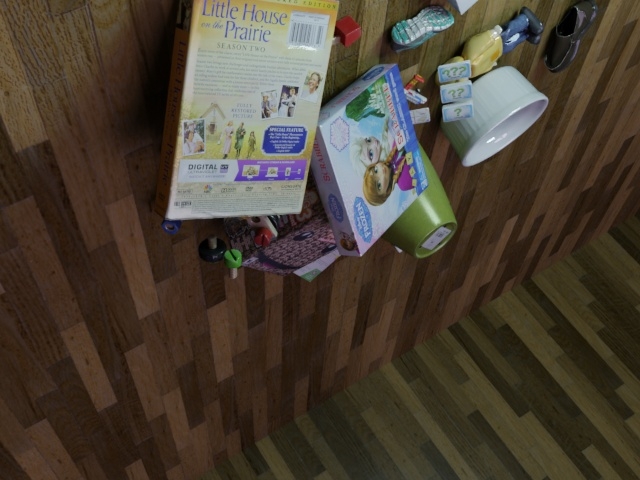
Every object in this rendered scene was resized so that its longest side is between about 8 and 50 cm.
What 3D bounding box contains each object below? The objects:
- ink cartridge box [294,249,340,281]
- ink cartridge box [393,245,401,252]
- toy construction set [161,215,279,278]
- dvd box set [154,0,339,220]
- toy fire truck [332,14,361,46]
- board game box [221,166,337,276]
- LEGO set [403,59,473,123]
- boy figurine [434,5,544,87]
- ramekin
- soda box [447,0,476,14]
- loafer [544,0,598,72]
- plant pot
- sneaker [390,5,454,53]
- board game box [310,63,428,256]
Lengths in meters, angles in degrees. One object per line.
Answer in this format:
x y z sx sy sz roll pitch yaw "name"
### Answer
0.000 0.000 2.260 0.212 0.093 0.154 -40 155 7 "ink cartridge box"
0.261 -0.087 2.516 0.181 0.056 0.225 -38 135 1 "ink cartridge box"
-0.184 -0.135 1.715 0.309 0.257 0.237 -43 149 -38 "toy construction set"
-0.135 -0.247 1.506 0.307 0.062 0.421 -6 115 -38 "dvd box set"
-0.013 -0.412 1.629 0.192 0.047 0.135 -33 153 -10 "toy fire truck"
-0.049 -0.049 1.979 0.291 0.141 0.232 -28 158 22 "board game box"
0.246 -0.331 1.981 0.244 0.060 0.182 -9 143 7 "LEGO set"
0.409 -0.462 2.024 0.285 0.092 0.177 -36 163 -9 "boy figurine"
0.451 -0.333 2.184 0.277 0.135 0.277 -32 165 -9 "ramekin"
0.280 -0.568 1.717 0.074 0.069 0.216 -40 154 5 "soda box"
0.655 -0.551 2.215 0.078 0.080 0.220 -7 137 -30 "loafer"
0.209 -0.105 2.121 0.274 0.294 0.275 -29 152 -17 "plant pot"
0.220 -0.467 1.834 0.166 0.065 0.076 -24 167 -19 "sneaker"
0.107 -0.182 1.828 0.318 0.065 0.319 -45 127 -39 "board game box"
